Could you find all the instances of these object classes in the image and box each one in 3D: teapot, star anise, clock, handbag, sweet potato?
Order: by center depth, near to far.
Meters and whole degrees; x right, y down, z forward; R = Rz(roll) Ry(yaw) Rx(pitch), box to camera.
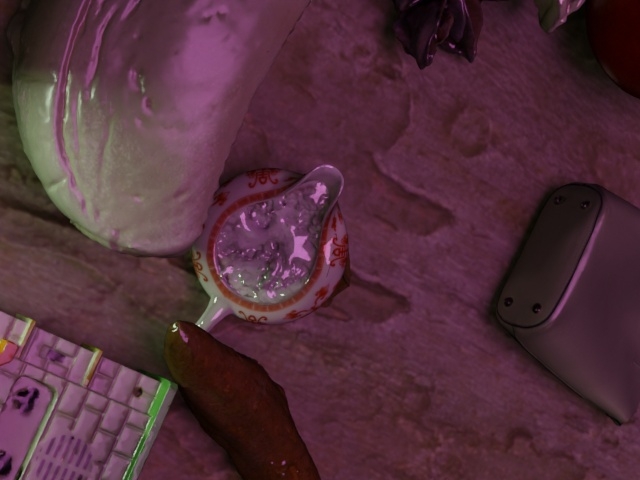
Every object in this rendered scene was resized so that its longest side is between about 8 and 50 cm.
[{"bbox_3d":[-0.304,0.185,1.558,0.255,0.106,0.220,28,82,-24],"label":"clock"},{"bbox_3d":[-0.059,0.016,1.654,0.159,0.116,0.245,31,99,-11],"label":"teapot"},{"bbox_3d":[-0.075,0.184,1.672,0.092,0.114,0.341,-33,121,-2],"label":"sweet potato"},{"bbox_3d":[0.113,-0.288,1.726,0.231,0.089,0.209,30,70,-34],"label":"star anise"},{"bbox_3d":[0.365,0.084,1.905,0.315,0.109,0.241,33,81,-31],"label":"handbag"}]

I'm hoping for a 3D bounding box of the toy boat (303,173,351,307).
[{"bbox_3d":[0.000,0.000,1.728,0.047,0.049,0.149,-50,132,-62],"label":"toy boat"}]

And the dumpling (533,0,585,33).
[{"bbox_3d":[0.254,-0.324,1.764,0.111,0.155,0.181,29,92,-7],"label":"dumpling"}]

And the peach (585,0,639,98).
[{"bbox_3d":[0.410,-0.318,1.816,0.257,0.201,0.362,-5,103,-31],"label":"peach"}]

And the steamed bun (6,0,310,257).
[{"bbox_3d":[-0.161,-0.190,1.504,0.236,0.247,0.384,25,90,-18],"label":"steamed bun"}]
